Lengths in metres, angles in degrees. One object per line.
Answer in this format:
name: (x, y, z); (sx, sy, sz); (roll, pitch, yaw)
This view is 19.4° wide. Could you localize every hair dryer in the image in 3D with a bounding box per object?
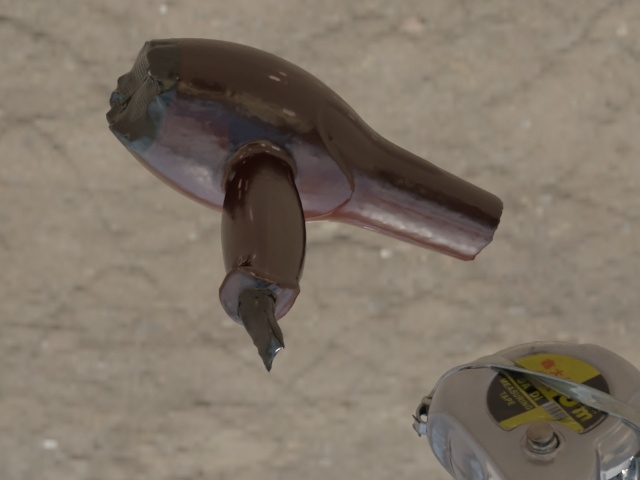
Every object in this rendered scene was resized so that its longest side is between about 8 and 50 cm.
hair dryer: (0.000, 0.000, 1.309); (0.313, 0.340, 0.123); (24, 118, -18)

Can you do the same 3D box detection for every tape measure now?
tape measure: (0.205, 0.172, 1.660); (0.197, 0.236, 0.120); (-22, 128, -17)
